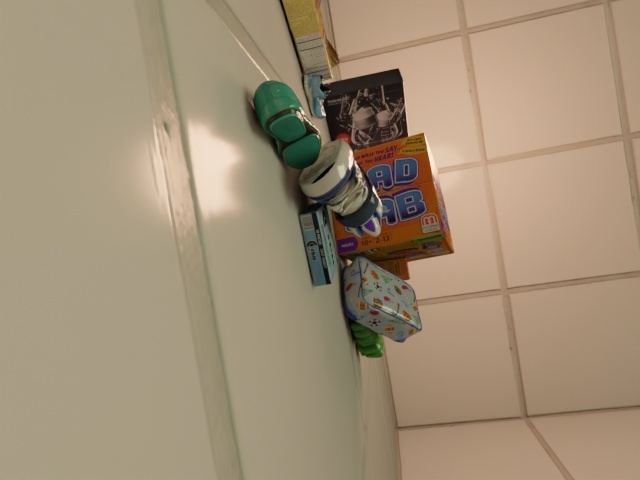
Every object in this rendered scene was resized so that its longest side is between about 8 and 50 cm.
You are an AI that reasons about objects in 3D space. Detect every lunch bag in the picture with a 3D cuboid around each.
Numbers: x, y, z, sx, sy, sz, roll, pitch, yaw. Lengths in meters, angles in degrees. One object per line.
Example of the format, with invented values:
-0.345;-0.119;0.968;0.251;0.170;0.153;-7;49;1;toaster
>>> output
0.208;0.196;1.401;0.303;0.115;0.243;32;33;-26;lunch bag

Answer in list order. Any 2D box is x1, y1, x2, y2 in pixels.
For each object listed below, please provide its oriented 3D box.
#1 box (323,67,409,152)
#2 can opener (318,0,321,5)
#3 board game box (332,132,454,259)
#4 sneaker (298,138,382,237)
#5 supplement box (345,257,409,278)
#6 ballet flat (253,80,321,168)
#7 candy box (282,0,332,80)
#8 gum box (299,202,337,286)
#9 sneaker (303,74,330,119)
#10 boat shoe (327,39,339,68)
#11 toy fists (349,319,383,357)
0.205;-0.552;1.845;0.179;0.343;0.312;-87;164;-52;box
-0.012;-0.777;1.222;0.095;0.076;0.283;-62;-176;-12;can opener
0.266;-0.119;1.536;0.356;0.356;0.356;29;51;-64;board game box
0.072;-0.094;0.907;0.236;0.130;0.323;46;9;-15;sneaker
0.216;0.123;1.569;0.080;0.233;0.078;43;38;-70;supplement box
-0.052;-0.198;0.705;0.247;0.083;0.087;41;27;-79;ballet flat
-0.042;-0.635;1.176;0.316;0.087;0.183;64;19;-60;candy box
0.000;0.000;0.939;0.184;0.041;0.157;-61;140;-75;gum box
-0.003;-0.438;1.271;0.162;0.073;0.063;66;17;-59;sneaker
0.019;-0.821;1.833;0.104;0.089;0.285;46;23;-26;boat shoe
0.164;0.331;1.485;0.279;0.096;0.142;67;7;-50;toy fists
